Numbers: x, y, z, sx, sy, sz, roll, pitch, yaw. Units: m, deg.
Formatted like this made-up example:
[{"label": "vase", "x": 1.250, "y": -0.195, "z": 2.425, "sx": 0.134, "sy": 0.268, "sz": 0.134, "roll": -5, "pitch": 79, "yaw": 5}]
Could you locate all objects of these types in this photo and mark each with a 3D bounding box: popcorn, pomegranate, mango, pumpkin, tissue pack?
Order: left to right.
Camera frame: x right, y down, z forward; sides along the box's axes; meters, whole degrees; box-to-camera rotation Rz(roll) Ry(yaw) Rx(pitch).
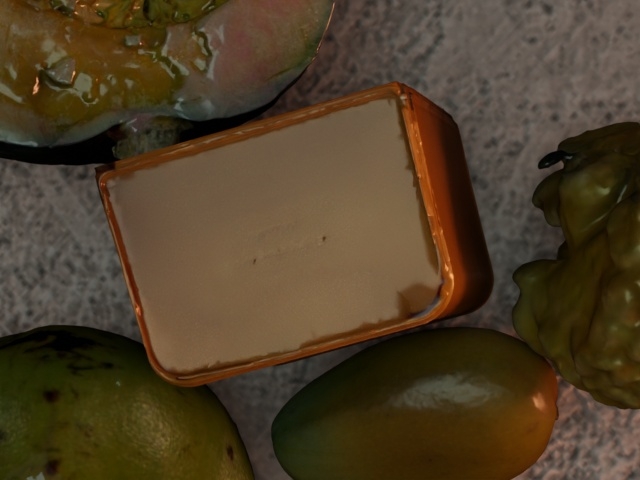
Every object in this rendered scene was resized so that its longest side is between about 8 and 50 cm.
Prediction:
[{"label": "pomegranate", "x": -0.173, "y": 0.193, "z": 1.261, "sx": 0.261, "sy": 0.340, "sz": 0.260, "roll": -1, "pitch": 121, "yaw": -2}, {"label": "pumpkin", "x": -0.139, "y": -0.170, "z": 1.286, "sx": 0.293, "sy": 0.197, "sz": 0.263, "roll": -6, "pitch": 86, "yaw": -10}, {"label": "tissue pack", "x": 0.000, "y": 0.000, "z": 1.245, "sx": 0.194, "sy": 0.274, "sz": 0.145, "roll": -18, "pitch": 87, "yaw": 10}, {"label": "mango", "x": 0.063, "y": 0.121, "z": 1.310, "sx": 0.195, "sy": 0.092, "sz": 0.130, "roll": -8, "pitch": 128, "yaw": 3}, {"label": "popcorn", "x": 0.217, "y": 0.007, "z": 1.244, "sx": 0.218, "sy": 0.189, "sz": 0.169, "roll": -48, "pitch": 117, "yaw": -31}]
